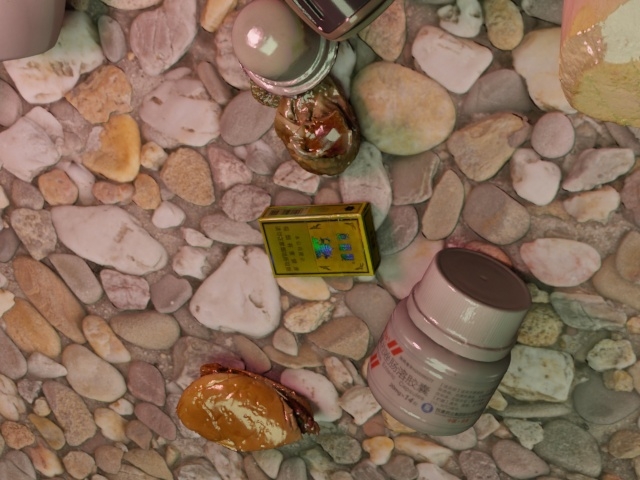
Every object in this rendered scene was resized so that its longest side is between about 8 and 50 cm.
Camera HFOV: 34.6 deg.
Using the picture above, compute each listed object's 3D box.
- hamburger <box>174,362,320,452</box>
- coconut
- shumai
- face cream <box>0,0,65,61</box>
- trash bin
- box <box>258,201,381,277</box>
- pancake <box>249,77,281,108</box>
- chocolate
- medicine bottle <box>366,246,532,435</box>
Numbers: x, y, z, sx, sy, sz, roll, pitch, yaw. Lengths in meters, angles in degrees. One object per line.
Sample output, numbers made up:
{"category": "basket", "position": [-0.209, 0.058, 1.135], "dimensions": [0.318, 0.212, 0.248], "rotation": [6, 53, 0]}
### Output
{"category": "hamburger", "position": [-0.170, 0.369, 2.277], "dimensions": [0.282, 0.155, 0.245], "rotation": [-24, 102, 25]}
{"category": "coconut", "position": [0.504, -0.346, 1.521], "dimensions": [0.297, 0.309, 0.297], "rotation": [10, 161, 4]}
{"category": "shumai", "position": [-0.010, -0.195, 1.877], "dimensions": [0.161, 0.153, 0.209], "rotation": [-2, 121, 6]}
{"category": "face cream", "position": [-0.616, -0.515, 1.857], "dimensions": [0.312, 0.219, 0.357], "rotation": [5, 120, 18]}
{"category": "trash bin", "position": [0.035, -0.449, 1.622], "dimensions": [0.182, 0.290, 0.209], "rotation": [-36, 102, 33]}
{"category": "box", "position": [0.000, 0.000, 2.043], "dimensions": [0.220, 0.064, 0.141], "rotation": [-2, 119, 23]}
{"category": "pancake", "position": [-0.087, -0.296, 1.923], "dimensions": [0.108, 0.017, 0.108], "rotation": [9, 122, 14]}
{"category": "chocolate", "position": [-0.073, -0.355, 1.776], "dimensions": [0.221, 0.147, 0.221], "rotation": [1, 94, 14]}
{"category": "medicine bottle", "position": [0.247, 0.191, 1.960], "dimensions": [0.245, 0.245, 0.306], "rotation": [26, 118, 4]}
